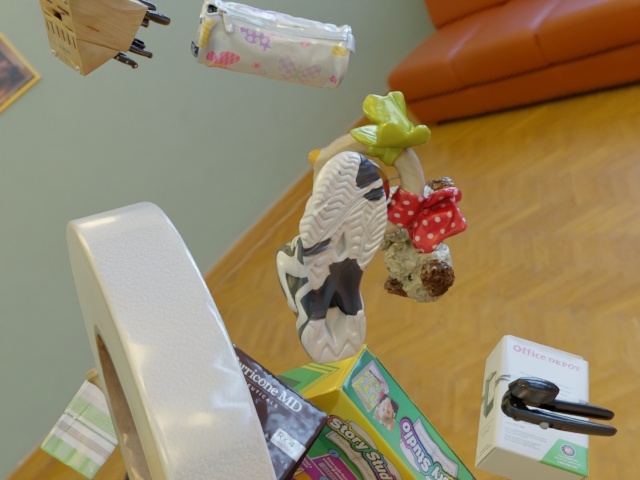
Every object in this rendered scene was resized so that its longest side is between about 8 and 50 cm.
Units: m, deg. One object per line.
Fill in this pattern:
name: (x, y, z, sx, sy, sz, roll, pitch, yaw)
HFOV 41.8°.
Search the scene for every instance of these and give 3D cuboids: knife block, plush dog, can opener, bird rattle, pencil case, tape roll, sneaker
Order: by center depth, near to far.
tape roll: (-0.126, 0.158, 0.704, 0.071, 0.392, 0.392, -17, 11, -20)
sneaker: (0.000, 0.000, 0.927, 0.094, 0.235, 0.153, -11, 27, -19)
can opener: (0.341, 0.247, 1.193, 0.073, 0.186, 0.059, 133, 154, -58)
bird rattle: (0.096, -0.085, 1.241, 0.206, 0.254, 0.143, -15, 30, 17)
pencil case: (-0.081, -0.342, 1.446, 0.124, 0.272, 0.114, 116, 161, -54)
knife block: (-0.375, -0.421, 1.505, 0.242, 0.088, 0.276, -46, -20, -29)
plush dog: (0.180, 0.009, 1.594, 0.210, 0.226, 0.262, -15, -2, -13)

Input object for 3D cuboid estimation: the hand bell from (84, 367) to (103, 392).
hand bell: (-0.281, 0.311, 1.322, 0.126, 0.242, 0.126, -17, -15, -5)

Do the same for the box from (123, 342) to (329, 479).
box: (-0.127, 0.282, 1.079, 0.203, 0.168, 0.167, -47, -12, -41)

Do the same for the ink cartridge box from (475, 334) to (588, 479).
ink cartridge box: (0.470, 0.380, 1.848, 0.122, 0.211, 0.289, 111, 177, -50)

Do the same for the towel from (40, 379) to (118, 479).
towel: (-0.404, 0.328, 1.476, 0.152, 0.113, 0.023, -58, -4, -23)

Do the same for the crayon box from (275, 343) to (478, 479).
crayon box: (0.049, 0.356, 1.286, 0.313, 0.363, 0.106, -26, 19, 40)
